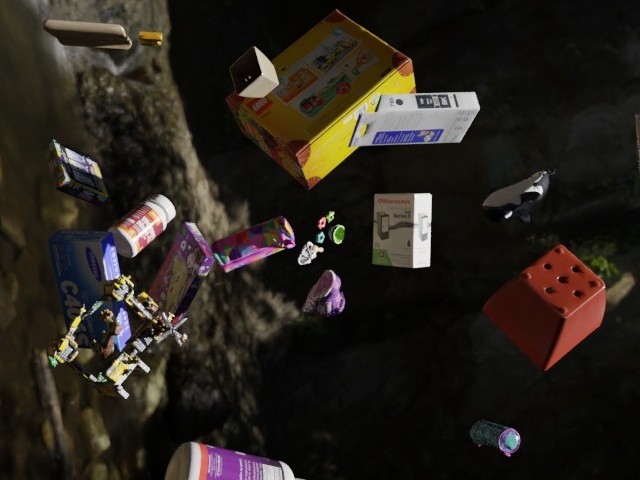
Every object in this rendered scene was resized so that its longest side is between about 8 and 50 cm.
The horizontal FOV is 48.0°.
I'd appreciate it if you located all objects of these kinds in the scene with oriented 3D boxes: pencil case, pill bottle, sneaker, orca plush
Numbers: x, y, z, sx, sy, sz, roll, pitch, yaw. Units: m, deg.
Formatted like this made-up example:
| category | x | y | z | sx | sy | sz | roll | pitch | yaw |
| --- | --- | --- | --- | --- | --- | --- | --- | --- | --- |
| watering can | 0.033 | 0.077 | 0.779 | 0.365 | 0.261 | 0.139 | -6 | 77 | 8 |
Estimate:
| category | x | y | z | sx | sy | sz | roll | pitch | yaw |
| --- | --- | --- | --- | --- | --- | --- | --- | --- | --- |
| pencil case | 0.458 | 0.517 | 1.891 | 0.070 | 0.064 | 0.151 | -70 | -166 | -12 |
| pill bottle | -0.184 | 0.574 | 1.621 | 0.181 | 0.322 | 0.182 | -50 | -151 | 42 |
| pill bottle | -0.590 | -0.052 | 2.383 | 0.221 | 0.121 | 0.121 | -49 | 144 | -39 |
| pencil case | -0.187 | 0.010 | 2.011 | 0.104 | 0.236 | 0.105 | -21 | 90 | -76 |
| sneaker | 0.027 | 0.161 | 2.046 | 0.095 | 0.104 | 0.236 | -64 | -176 | -25 |
| orca plush | 0.522 | -0.097 | 1.891 | 0.287 | 0.151 | 0.102 | -38 | 121 | -50 |

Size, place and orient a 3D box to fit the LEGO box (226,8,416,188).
| category | x | y | z | sx | sy | sz | roll | pitch | yaw |
| --- | --- | --- | --- | --- | --- | --- | --- | --- | --- |
| LEGO box | 0.007 | -0.473 | 2.371 | 0.372 | 0.500 | 0.193 | 43 | -12 | 29 |

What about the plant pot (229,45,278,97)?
| category | x | y | z | sx | sy | sz | roll | pitch | yaw |
| --- | --- | --- | --- | --- | --- | --- | --- | --- | --- |
| plant pot | -0.186 | -0.480 | 2.104 | 0.096 | 0.109 | 0.109 | 16 | 49 | -49 |

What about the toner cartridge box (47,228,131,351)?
| category | x | y | z | sx | sy | sz | roll | pitch | yaw |
| --- | --- | --- | --- | --- | --- | --- | --- | --- | --- |
| toner cartridge box | -0.648 | 0.144 | 2.028 | 0.075 | 0.165 | 0.348 | -64 | 153 | -63 |

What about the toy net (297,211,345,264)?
| category | x | y | z | sx | sy | sz | roll | pitch | yaw |
| --- | --- | --- | --- | --- | --- | --- | --- | --- | --- |
| toy net | 0.000 | 0.000 | 2.565 | 0.045 | 0.232 | 0.122 | 17 | -44 | 34 |

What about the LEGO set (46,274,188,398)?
| category | x | y | z | sx | sy | sz | roll | pitch | yaw |
| --- | --- | --- | --- | --- | --- | --- | --- | --- | --- |
| LEGO set | -0.519 | 0.250 | 1.861 | 0.192 | 0.331 | 0.255 | -11 | -63 | 51 |

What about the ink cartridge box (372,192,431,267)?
| category | x | y | z | sx | sy | sz | roll | pitch | yaw |
| --- | --- | --- | --- | --- | --- | --- | --- | --- | --- |
| ink cartridge box | 0.305 | -0.042 | 2.698 | 0.198 | 0.114 | 0.273 | 4 | -85 | 44 |

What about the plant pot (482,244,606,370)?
| category | x | y | z | sx | sy | sz | roll | pitch | yaw |
| --- | --- | --- | --- | --- | --- | --- | --- | --- | --- |
| plant pot | 0.682 | 0.173 | 2.131 | 0.267 | 0.267 | 0.236 | 48 | -20 | 25 |

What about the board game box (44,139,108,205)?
| category | x | y | z | sx | sy | sz | roll | pitch | yaw |
| --- | --- | --- | --- | --- | --- | --- | --- | --- | --- |
| board game box | -0.666 | -0.184 | 1.961 | 0.141 | 0.048 | 0.170 | 27 | 25 | -48 |

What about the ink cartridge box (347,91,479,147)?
| category | x | y | z | sx | sy | sz | roll | pitch | yaw |
| --- | --- | --- | --- | --- | --- | --- | --- | --- | --- |
| ink cartridge box | 0.241 | -0.324 | 1.928 | 0.165 | 0.332 | 0.065 | 113 | -31 | -62 |

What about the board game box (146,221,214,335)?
| category | x | y | z | sx | sy | sz | roll | pitch | yaw |
| --- | --- | --- | --- | --- | --- | --- | --- | --- | --- |
| board game box | -0.493 | 0.134 | 2.501 | 0.347 | 0.056 | 0.208 | -59 | -139 | 20 |

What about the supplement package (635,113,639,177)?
| category | x | y | z | sx | sy | sz | roll | pitch | yaw |
| --- | --- | --- | --- | --- | --- | --- | --- | --- | --- |
| supplement package | 0.822 | -0.171 | 1.687 | 0.134 | 0.139 | 0.244 | 44 | 44 | -57 |

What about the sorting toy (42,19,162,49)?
| category | x | y | z | sx | sy | sz | roll | pitch | yaw |
| --- | --- | --- | --- | --- | --- | --- | --- | --- | --- |
| sorting toy | -0.599 | -0.580 | 2.020 | 0.229 | 0.307 | 0.041 | -156 | -112 | -79 |
